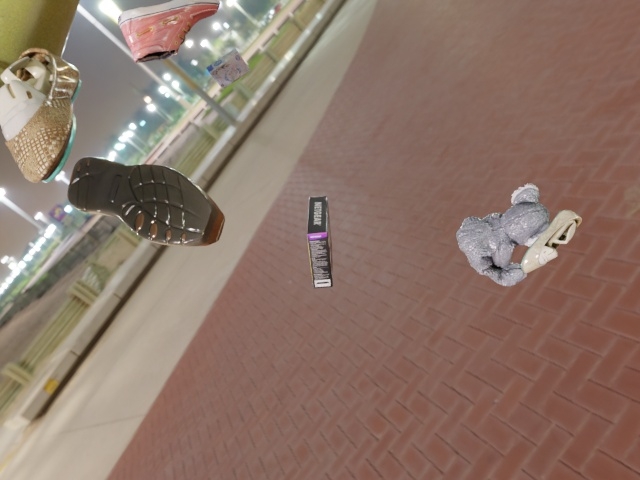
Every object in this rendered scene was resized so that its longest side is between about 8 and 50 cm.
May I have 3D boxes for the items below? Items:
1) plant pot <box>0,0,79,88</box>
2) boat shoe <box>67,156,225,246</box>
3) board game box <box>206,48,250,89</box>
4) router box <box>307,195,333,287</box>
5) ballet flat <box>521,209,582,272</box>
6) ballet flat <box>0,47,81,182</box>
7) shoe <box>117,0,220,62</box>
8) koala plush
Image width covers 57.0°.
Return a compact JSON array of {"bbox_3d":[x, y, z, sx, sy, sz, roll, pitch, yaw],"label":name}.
[{"bbox_3d":[-0.577,-0.417,1.093,0.254,0.276,0.276,-59,17,8],"label":"plant pot"},{"bbox_3d":[-0.288,-0.068,1.015,0.324,0.120,0.122,21,90,28],"label":"boat shoe"},{"bbox_3d":[-0.235,-0.440,1.515,0.090,0.020,0.090,-31,-19,4],"label":"board game box"},{"bbox_3d":[0.000,0.000,1.282,0.046,0.133,0.179,-4,28,3],"label":"router box"},{"bbox_3d":[0.499,0.005,1.272,0.168,0.057,0.052,-54,37,0],"label":"ballet flat"},{"bbox_3d":[-0.268,-0.124,0.547,0.073,0.067,0.206,-42,38,10],"label":"ballet flat"},{"bbox_3d":[-0.246,-0.360,1.006,0.178,0.081,0.063,-22,6,-20],"label":"shoe"},{"bbox_3d":[0.485,-0.021,1.494,0.221,0.203,0.196,-37,47,41],"label":"koala plush"}]
